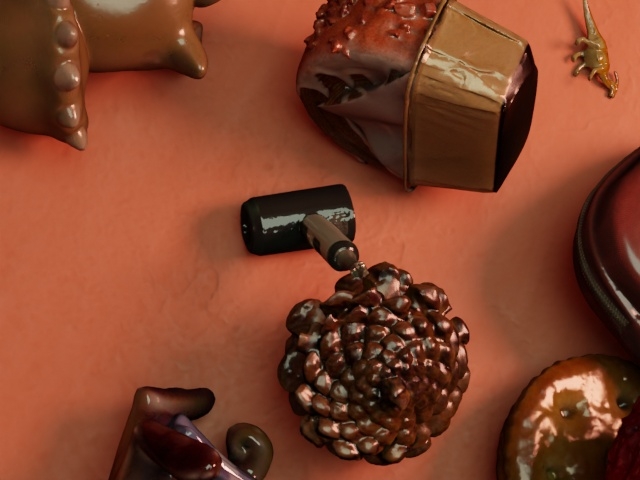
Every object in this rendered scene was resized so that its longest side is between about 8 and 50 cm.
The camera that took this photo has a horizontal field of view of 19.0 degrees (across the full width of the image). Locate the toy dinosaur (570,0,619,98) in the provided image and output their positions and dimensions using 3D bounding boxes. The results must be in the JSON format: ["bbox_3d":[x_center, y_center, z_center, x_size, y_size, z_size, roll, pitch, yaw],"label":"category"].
[{"bbox_3d":[0.264,-0.191,1.885,0.041,0.026,0.113,-22,92,-24],"label":"toy dinosaur"}]

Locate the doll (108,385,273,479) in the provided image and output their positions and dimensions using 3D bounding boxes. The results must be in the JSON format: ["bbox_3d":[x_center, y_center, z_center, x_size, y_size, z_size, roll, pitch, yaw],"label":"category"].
[{"bbox_3d":[-0.038,0.269,1.597,0.340,0.209,0.318,28,39,-2],"label":"doll"}]

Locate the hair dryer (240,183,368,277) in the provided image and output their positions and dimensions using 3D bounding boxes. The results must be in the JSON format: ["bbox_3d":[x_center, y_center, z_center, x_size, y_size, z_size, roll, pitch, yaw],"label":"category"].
[{"bbox_3d":[0.000,0.000,1.698,0.100,0.197,0.057,-10,108,-16],"label":"hair dryer"}]

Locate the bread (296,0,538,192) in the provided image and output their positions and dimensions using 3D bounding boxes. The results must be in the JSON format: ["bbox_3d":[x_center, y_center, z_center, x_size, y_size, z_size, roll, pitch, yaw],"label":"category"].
[{"bbox_3d":[0.087,-0.145,1.741,0.212,0.224,0.142,22,65,14],"label":"bread"}]

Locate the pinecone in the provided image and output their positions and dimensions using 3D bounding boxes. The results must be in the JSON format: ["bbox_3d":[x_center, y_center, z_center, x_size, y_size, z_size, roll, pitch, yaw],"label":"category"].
[{"bbox_3d":[0.050,0.109,1.686,0.150,0.195,0.179,21,94,28],"label":"pinecone"}]

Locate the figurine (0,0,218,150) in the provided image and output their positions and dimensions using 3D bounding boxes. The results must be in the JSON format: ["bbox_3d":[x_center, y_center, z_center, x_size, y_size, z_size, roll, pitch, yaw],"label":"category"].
[{"bbox_3d":[-0.210,-0.166,1.691,0.247,0.177,0.173,12,55,-17],"label":"figurine"}]

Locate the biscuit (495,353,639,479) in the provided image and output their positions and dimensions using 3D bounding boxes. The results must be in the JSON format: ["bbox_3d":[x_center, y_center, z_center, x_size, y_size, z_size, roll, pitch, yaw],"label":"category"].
[{"bbox_3d":[0.258,0.213,1.751,0.220,0.066,0.220,8,68,-21],"label":"biscuit"}]

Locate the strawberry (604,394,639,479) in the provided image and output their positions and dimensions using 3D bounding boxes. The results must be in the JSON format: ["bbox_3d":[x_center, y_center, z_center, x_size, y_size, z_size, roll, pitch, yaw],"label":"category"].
[{"bbox_3d":[0.343,0.218,1.619,0.274,0.274,0.220,-9,37,-15],"label":"strawberry"}]

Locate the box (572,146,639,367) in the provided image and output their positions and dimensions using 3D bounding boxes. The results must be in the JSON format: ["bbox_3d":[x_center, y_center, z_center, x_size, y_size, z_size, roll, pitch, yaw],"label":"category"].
[{"bbox_3d":[0.411,0.081,1.790,0.404,0.108,0.263,50,54,2],"label":"box"}]
